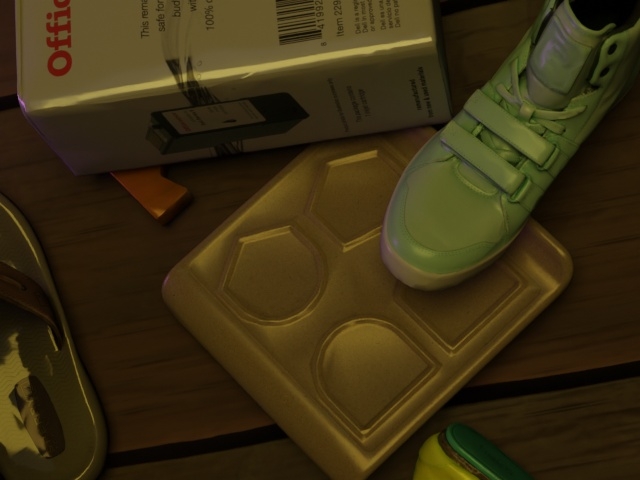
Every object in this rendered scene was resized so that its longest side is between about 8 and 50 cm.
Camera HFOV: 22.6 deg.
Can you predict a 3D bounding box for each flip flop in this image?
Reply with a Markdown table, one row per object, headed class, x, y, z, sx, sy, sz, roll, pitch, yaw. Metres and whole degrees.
| class | x | y | z | sx | sy | sz | roll | pitch | yaw |
| --- | --- | --- | --- | --- | --- | --- | --- | --- | --- |
| flip flop | -0.243 | 0.062 | 1.160 | 0.112 | 0.080 | 0.277 | -28 | 76 | 2 |

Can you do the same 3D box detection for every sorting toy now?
| class | x | y | z | sx | sy | sz | roll | pitch | yaw |
| --- | --- | --- | --- | --- | --- | --- | --- | --- | --- |
| sorting toy | 0.000 | 0.000 | 1.161 | 0.229 | 0.041 | 0.307 | -44 | 69 | -5 |

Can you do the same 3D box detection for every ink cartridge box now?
| class | x | y | z | sx | sy | sz | roll | pitch | yaw |
| --- | --- | --- | --- | --- | --- | --- | --- | --- | --- |
| ink cartridge box | -0.063 | -0.179 | 1.149 | 0.289 | 0.121 | 0.211 | -8 | 67 | 8 |

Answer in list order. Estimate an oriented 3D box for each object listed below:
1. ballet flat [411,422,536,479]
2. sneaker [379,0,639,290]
| class | x | y | z | sx | sy | sz | roll | pitch | yaw |
| --- | --- | --- | --- | --- | --- | --- | --- | --- | --- |
| ballet flat | 0.156 | 0.215 | 1.078 | 0.231 | 0.077 | 0.077 | 35 | 107 | 17 |
| sneaker | 0.128 | -0.088 | 1.068 | 0.094 | 0.151 | 0.256 | 36 | 70 | 16 |
